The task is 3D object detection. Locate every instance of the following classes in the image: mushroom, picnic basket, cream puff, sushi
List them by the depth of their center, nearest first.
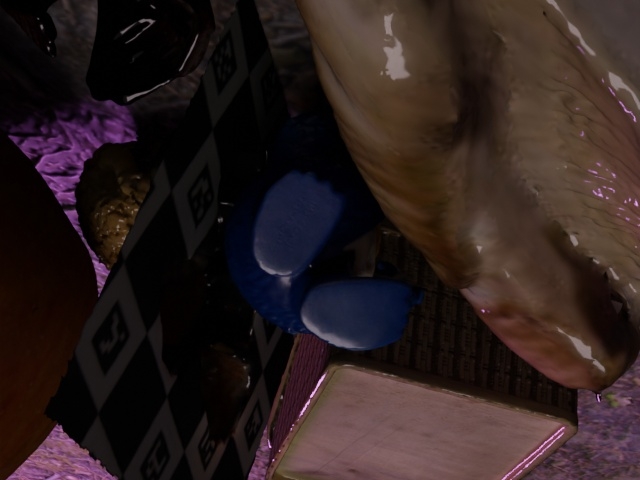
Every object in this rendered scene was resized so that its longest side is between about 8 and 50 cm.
[{"bbox_3d":[0.137,-0.088,0.621,0.397,0.224,0.314,38,165,-15],"label":"mushroom"},{"bbox_3d":[-0.097,0.036,0.755,0.069,0.320,0.339,10,152,18],"label":"sushi"},{"bbox_3d":[-0.144,-0.023,0.838,0.104,0.133,0.119,-20,108,9],"label":"cream puff"},{"bbox_3d":[0.086,0.130,0.989,0.228,0.175,0.312,15,145,-7],"label":"picnic basket"}]

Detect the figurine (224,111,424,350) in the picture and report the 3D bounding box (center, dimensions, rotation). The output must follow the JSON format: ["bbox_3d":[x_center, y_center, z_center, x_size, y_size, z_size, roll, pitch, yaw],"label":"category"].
[{"bbox_3d":[-0.003,-0.006,0.741,0.121,0.164,0.262,-20,180,9],"label":"figurine"}]

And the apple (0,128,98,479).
[{"bbox_3d":[-0.359,0.035,0.787,0.400,0.334,0.400,24,130,31],"label":"apple"}]

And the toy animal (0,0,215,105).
[{"bbox_3d":[-0.112,-0.195,0.609,0.180,0.116,0.218,-18,118,-4],"label":"toy animal"}]
